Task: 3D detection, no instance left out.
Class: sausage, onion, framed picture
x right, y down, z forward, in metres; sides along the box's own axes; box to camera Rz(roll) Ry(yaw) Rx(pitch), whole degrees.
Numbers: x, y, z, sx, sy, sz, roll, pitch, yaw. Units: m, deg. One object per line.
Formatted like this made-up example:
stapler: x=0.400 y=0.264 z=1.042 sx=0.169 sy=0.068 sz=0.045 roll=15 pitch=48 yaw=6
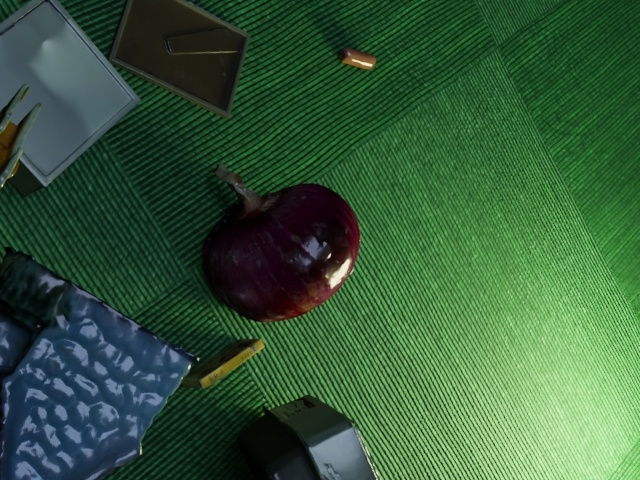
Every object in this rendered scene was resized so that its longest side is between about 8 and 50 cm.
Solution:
sausage: x=0.076 y=-0.377 z=1.906 sx=0.083 sy=0.034 sz=0.034 roll=9 pitch=77 yaw=-34
onion: x=-0.057 y=0.020 z=1.632 sx=0.272 sy=0.230 sz=0.256 roll=32 pitch=66 yaw=-35
framed picture: x=-0.253 y=-0.353 z=1.682 sx=0.250 sy=0.016 sz=0.184 roll=22 pitch=70 yaw=-31

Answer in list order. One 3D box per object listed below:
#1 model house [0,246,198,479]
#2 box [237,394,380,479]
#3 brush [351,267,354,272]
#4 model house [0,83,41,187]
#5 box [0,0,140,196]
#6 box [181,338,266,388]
model house: x=-0.403 y=0.229 z=1.302 sx=0.297 sy=0.360 sz=0.339 roll=33 pitch=78 yaw=-16
box: x=-0.017 y=0.392 z=1.561 sx=0.166 sy=0.290 sz=0.220 roll=-27 pitch=98 yaw=-15
brush: x=0.000 y=0.000 z=1.797 sx=0.033 sy=0.030 sz=0.178 roll=-41 pitch=96 yaw=-25
model house: x=-0.508 y=-0.084 z=1.250 sx=0.242 sy=0.358 sz=0.312 roll=38 pitch=72 yaw=-23
box: x=-0.453 y=-0.228 z=1.458 sx=0.225 sy=0.117 sz=0.225 roll=51 pitch=59 yaw=-18
box: x=-0.169 y=0.213 z=1.612 sx=0.149 sy=0.073 sz=0.020 roll=-32 pitch=103 yaw=-35
